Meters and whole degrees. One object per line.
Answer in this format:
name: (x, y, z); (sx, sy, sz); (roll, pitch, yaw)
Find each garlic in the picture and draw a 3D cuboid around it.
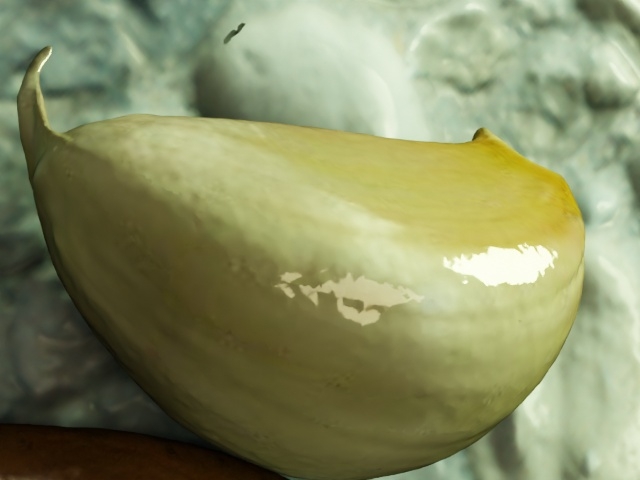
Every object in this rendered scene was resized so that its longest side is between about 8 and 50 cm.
garlic: (-0.003, 0.011, 0.750); (0.245, 0.145, 0.164); (11, 57, -27)

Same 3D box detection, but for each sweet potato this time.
sweet potato: (-0.103, 0.098, 0.729); (0.265, 0.057, 0.057); (13, 88, -28)
